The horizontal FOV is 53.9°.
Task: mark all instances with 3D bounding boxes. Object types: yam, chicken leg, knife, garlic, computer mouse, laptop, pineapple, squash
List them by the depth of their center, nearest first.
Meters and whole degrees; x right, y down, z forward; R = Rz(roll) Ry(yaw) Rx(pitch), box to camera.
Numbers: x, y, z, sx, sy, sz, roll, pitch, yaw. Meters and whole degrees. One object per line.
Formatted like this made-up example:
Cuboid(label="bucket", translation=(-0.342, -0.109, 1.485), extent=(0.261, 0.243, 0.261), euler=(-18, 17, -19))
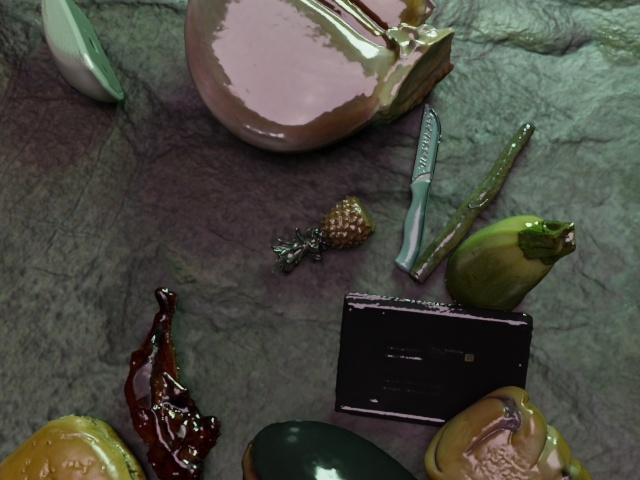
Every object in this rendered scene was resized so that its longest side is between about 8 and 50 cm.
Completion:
Cuboid(label="computer mouse", translation=(0.062, 0.283, 0.560), extent=(0.323, 0.183, 0.116), euler=(45, 106, 15))
Cuboid(label="squash", translation=(0.188, 0.017, 0.602), extent=(0.094, 0.224, 0.094), euler=(0, 77, -1))
Cuboid(label="laptop", translation=(0.115, 0.129, 0.656), extent=(0.197, 0.016, 0.135), euler=(5, 99, 8))
Cuboid(label="chicken leg", translation=(-0.167, 0.162, 0.685), extent=(0.089, 0.048, 0.219), euler=(-20, 74, -3))
Cuboid(label="yam", translation=(0.177, -0.044, 0.717), extent=(0.027, 0.029, 0.234), euler=(34, 80, 25))
Cuboid(label="pineapple", translation=(0.000, 0.000, 0.718), extent=(0.124, 0.058, 0.058), euler=(-31, 73, 11))
Cuboid(label="knife", translation=(0.117, -0.064, 0.736), extent=(0.028, 0.015, 0.210), euler=(9, 75, 14))
Cuboid(label="garlic", translation=(-0.021, -0.233, 0.736), extent=(0.325, 0.132, 0.279), euler=(33, 80, 11))
Cuboid(label="computer mouse", translation=(-0.310, -0.241, 0.789), extent=(0.056, 0.089, 0.181), euler=(-28, 72, -1))

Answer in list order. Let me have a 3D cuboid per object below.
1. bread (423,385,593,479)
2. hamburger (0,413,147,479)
Cuboid(label="bread", translation=(0.202, 0.258, 0.599), extent=(0.134, 0.081, 0.225), euler=(-34, 81, 8))
Cuboid(label="hamburger", translation=(-0.259, 0.262, 0.650), extent=(0.138, 0.083, 0.147), euler=(-43, 72, -2))
